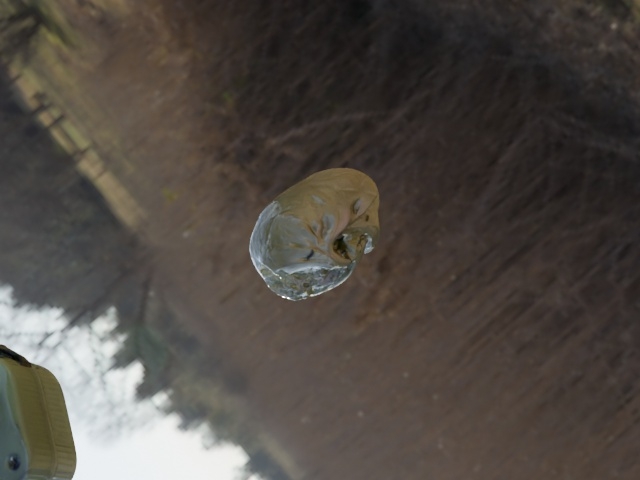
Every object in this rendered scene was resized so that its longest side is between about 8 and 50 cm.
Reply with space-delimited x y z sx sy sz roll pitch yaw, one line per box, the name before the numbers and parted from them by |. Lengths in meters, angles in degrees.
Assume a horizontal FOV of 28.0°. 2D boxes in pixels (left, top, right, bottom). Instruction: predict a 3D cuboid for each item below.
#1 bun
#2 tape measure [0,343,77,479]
bun | 0.000 0.000 1.992 0.210 0.237 0.116 6 -148 -41
tape measure | -0.422 0.249 1.561 0.115 0.235 0.207 21 -138 -54
